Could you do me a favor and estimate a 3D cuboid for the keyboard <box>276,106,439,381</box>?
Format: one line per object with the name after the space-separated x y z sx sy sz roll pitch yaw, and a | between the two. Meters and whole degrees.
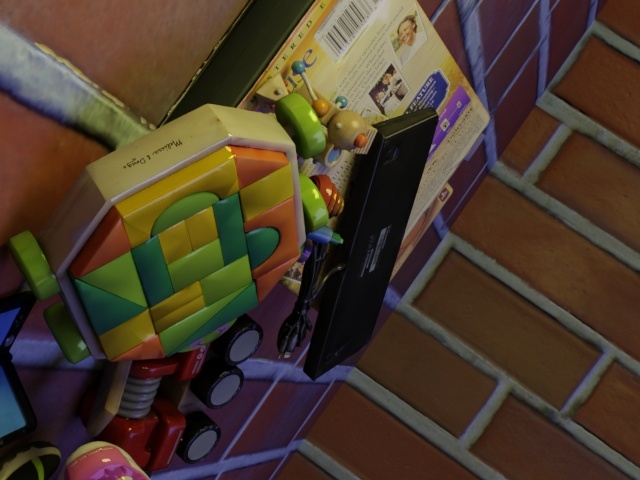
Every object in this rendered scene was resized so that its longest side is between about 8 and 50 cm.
0.029 0.016 1.328 0.201 0.033 0.317 -28 140 -49 | keyboard

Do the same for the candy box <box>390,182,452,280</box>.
0.033 -0.062 1.497 0.183 0.087 0.316 -55 150 -4 | candy box

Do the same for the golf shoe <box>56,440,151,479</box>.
-0.236 0.273 1.292 0.115 0.140 0.306 -26 149 -20 | golf shoe

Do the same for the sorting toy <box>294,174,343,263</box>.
-0.006 -0.012 1.210 0.102 0.042 0.061 -63 -149 9 | sorting toy

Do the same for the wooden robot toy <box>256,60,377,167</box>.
0.010 -0.096 1.137 0.076 0.079 0.173 -57 150 3 | wooden robot toy

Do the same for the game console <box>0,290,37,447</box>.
-0.266 0.110 1.033 0.107 0.071 0.122 -58 169 16 | game console

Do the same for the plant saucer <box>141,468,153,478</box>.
-0.285 0.376 1.615 0.318 0.043 0.317 -61 -177 5 | plant saucer

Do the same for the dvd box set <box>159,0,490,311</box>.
0.013 -0.100 1.281 0.308 0.062 0.420 -55 150 -2 | dvd box set

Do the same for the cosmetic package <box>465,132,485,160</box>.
0.201 -0.182 2.044 0.060 0.099 0.239 -57 168 8 | cosmetic package

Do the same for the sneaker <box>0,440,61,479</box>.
-0.318 0.292 1.242 0.084 0.097 0.234 -56 173 34 | sneaker

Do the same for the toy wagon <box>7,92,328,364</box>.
-0.114 0.017 1.095 0.267 0.068 0.344 -29 152 -14 | toy wagon

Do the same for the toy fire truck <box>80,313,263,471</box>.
-0.195 0.162 1.357 0.246 0.158 0.217 -5 126 -49 | toy fire truck
